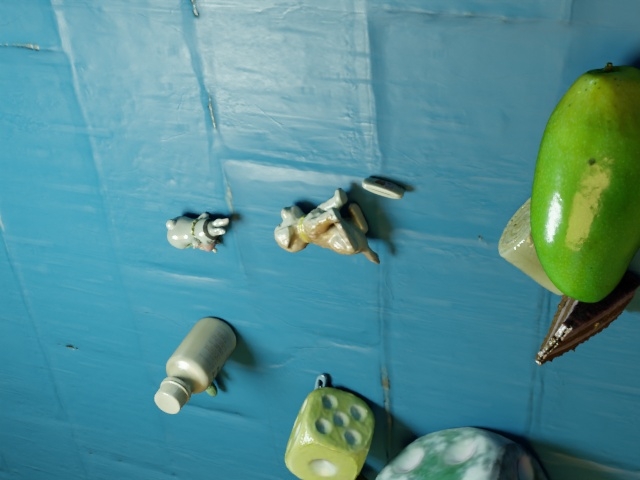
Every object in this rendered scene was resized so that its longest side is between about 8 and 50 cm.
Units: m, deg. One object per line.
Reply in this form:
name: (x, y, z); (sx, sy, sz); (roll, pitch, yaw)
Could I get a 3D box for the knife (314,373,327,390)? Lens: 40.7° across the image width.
knife: (-0.008, 0.435, 2.132); (0.045, 0.019, 0.312); (18, 131, 17)

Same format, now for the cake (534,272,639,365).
cake: (0.459, 0.122, 1.526); (0.113, 0.295, 0.115); (41, 130, 19)

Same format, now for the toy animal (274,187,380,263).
toy animal: (0.006, 0.002, 1.753); (0.185, 0.104, 0.183); (-19, 122, 29)

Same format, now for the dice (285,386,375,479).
dice: (0.023, 0.463, 2.021); (0.169, 0.169, 0.166); (22, 132, -4)

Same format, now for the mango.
mango: (0.449, -0.086, 1.366); (0.201, 0.225, 0.381); (24, 112, 53)

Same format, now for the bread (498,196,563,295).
bread: (0.413, 0.004, 1.536); (0.141, 0.134, 0.148); (35, 142, -8)

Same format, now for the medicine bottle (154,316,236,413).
medicine bottle: (-0.295, 0.293, 2.005); (0.114, 0.252, 0.114); (13, 128, 17)

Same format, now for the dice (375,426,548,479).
dice: (0.323, 0.641, 1.920); (0.348, 0.328, 0.330); (-22, 113, 36)

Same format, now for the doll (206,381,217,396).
doll: (-0.294, 0.326, 2.160); (0.115, 0.078, 0.150); (46, 157, 41)

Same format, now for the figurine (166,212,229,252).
figurine: (-0.253, -0.020, 1.887); (0.146, 0.081, 0.098); (0, 167, 20)

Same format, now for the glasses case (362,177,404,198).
glasses case: (0.121, -0.101, 1.662); (0.083, 0.032, 0.021); (19, 127, 12)

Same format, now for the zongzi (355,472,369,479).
zongzi: (-0.028, 0.593, 2.209); (0.241, 0.111, 0.248); (47, 134, 1)
